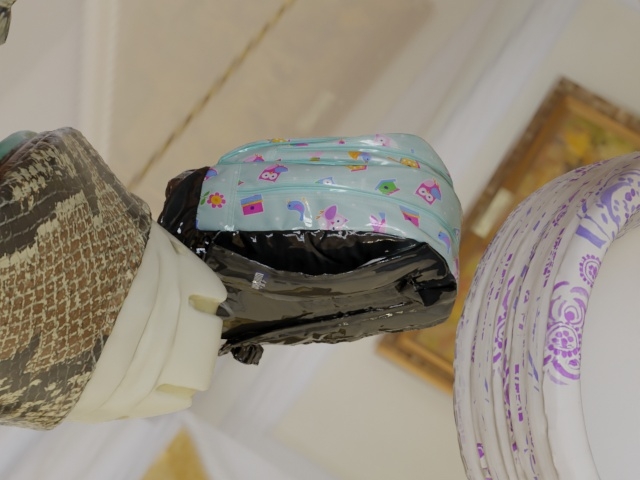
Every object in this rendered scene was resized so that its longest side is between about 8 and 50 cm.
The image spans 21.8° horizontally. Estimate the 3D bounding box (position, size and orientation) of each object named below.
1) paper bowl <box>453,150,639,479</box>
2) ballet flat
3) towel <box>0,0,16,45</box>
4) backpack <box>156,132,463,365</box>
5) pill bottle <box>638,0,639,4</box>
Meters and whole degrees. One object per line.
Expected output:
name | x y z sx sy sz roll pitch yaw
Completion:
paper bowl | 0.200 0.090 0.989 0.148 0.284 0.284 -15 -147 56
ballet flat | -0.147 0.031 0.954 0.164 0.182 0.483 -65 -167 -6
towel | -0.179 -0.228 0.428 0.056 0.312 0.324 -42 -150 31
backpack | 0.000 0.000 1.060 0.152 0.182 0.115 67 22 -57
pill bottle | 0.177 -0.147 0.726 0.103 0.103 0.184 -58 154 -3
